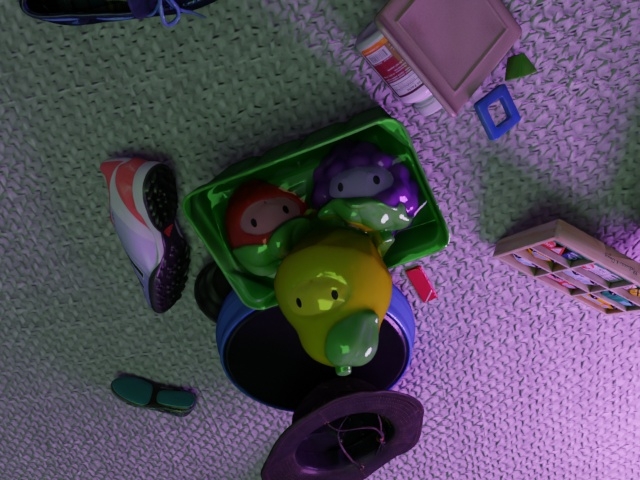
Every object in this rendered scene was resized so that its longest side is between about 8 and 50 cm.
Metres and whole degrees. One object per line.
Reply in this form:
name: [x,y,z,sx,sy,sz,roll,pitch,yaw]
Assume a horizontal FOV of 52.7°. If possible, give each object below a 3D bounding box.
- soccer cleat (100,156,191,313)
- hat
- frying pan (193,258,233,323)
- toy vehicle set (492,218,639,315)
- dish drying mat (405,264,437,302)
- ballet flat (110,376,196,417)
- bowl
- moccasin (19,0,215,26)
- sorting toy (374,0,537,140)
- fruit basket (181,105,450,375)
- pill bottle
soccer cleat: [-0.316,-0.008,1.168,0.117,0.108,0.318,16,129,20]
hat: [0.028,0.351,1.245,0.332,0.133,0.331,-13,134,-14]
frying pan: [-0.082,0.069,1.218,0.326,0.053,0.197,-22,123,12]
toy vehicle set: [0.459,0.054,1.121,0.267,0.035,0.166,26,160,-12]
dish drying mat: [0.194,0.084,1.234,0.032,0.008,0.083,-23,119,19]
ballet flat: [-0.369,0.350,1.421,0.189,0.070,0.070,17,123,-3]
bowl: [-0.009,0.203,1.251,0.392,0.077,0.390,-1,131,-1]
moccasin: [-0.254,-0.355,0.910,0.342,0.116,0.137,-13,122,12]
sorting toy: [0.177,-0.300,0.909,0.348,0.047,0.196,44,73,-22]
fruit basket: [0.000,0.000,0.982,0.393,0.392,0.282,-19,120,16]
pill bottle: [0.130,-0.262,0.963,0.086,0.086,0.152,-35,115,24]
